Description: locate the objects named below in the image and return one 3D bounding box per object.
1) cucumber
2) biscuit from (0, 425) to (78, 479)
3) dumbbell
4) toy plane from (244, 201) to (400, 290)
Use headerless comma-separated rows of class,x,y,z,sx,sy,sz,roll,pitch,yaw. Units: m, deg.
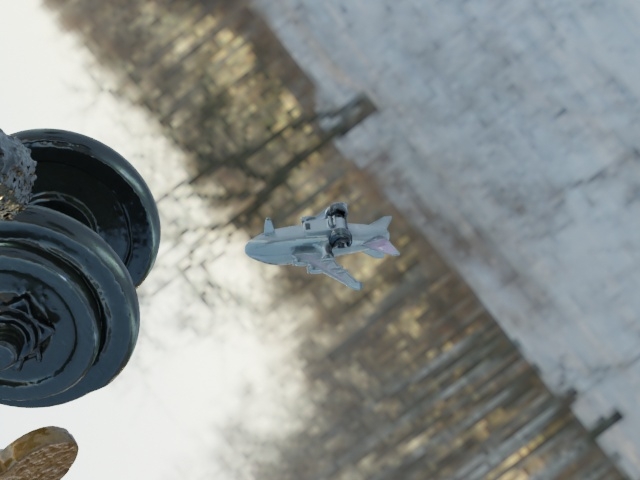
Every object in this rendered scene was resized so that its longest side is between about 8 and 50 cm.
cucumber,-0.197,-0.044,0.958,0.053,0.053,0.181,53,-179,8
biscuit,-0.325,0.231,1.429,0.036,0.250,0.165,50,156,25
dumbbell,-0.237,0.021,1.392,0.192,0.192,0.290,51,-159,-21
toy plane,0.000,0.000,1.862,0.162,0.171,0.065,-98,12,-55
